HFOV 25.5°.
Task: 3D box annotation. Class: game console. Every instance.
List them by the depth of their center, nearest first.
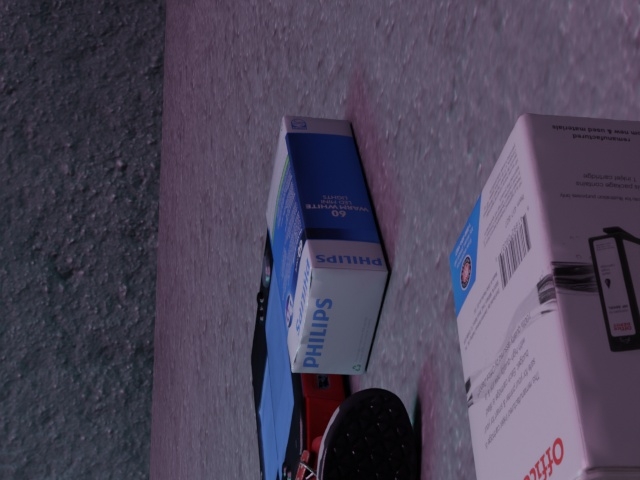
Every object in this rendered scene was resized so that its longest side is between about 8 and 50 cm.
[{"bbox_3d":[-0.039,0.180,1.609,0.342,0.060,0.386,106,164,-44],"label":"game console"}]

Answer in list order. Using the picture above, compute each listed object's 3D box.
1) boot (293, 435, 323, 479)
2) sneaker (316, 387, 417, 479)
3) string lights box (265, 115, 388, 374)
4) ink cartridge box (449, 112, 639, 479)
[{"bbox_3d":[-0.020,0.270,1.274,0.244,0.088,0.176,-5,-78,-76],"label":"boot"},{"bbox_3d":[0.029,0.240,1.206,0.097,0.084,0.235,-169,83,-79],"label":"sneaker"},{"bbox_3d":[0.000,0.000,1.426,0.260,0.076,0.133,-102,19,-52],"label":"string lights box"},{"bbox_3d":[0.135,0.058,0.745,0.148,0.086,0.203,111,158,-56],"label":"ink cartridge box"}]
